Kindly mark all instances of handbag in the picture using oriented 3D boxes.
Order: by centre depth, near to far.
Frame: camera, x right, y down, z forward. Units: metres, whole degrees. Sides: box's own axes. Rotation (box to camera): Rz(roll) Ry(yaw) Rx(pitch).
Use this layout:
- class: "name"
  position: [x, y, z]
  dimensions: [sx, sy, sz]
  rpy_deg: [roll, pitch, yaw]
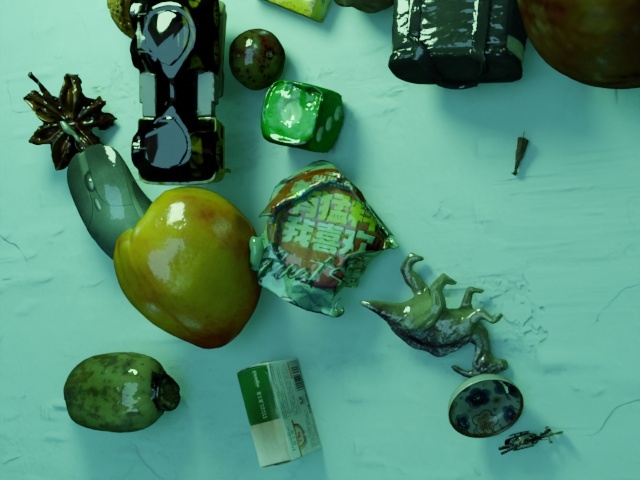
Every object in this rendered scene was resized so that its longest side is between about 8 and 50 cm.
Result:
- class: "handbag"
  position: [0.250, -0.366, 1.678]
  dimensions: [0.254, 0.181, 0.181]
  rpy_deg: [4, 81, 21]

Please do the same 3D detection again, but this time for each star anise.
- class: "star anise"
  position: [-0.554, -0.267, 2.072]
  dimensions: [0.190, 0.126, 0.220]
  rpy_deg: [6, 105, 13]

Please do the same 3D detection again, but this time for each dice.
- class: "dice"
  position: [-0.035, -0.246, 1.836]
  dimensions: [0.131, 0.120, 0.128]
  rpy_deg: [14, 96, 26]

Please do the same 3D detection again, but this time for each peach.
- class: "peach"
  position: [-0.242, 0.054, 1.832]
  dimensions: [0.289, 0.289, 0.308]
  rpy_deg: [-42, 97, 18]

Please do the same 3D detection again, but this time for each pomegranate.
- class: "pomegranate"
  position: [-0.136, -0.371, 1.886]
  dimensions: [0.130, 0.130, 0.130]
  rpy_deg: [-1, 88, 24]

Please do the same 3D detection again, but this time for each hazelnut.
- class: "hazelnut"
  position: [0.511, -0.461, 1.469]
  dimensions: [0.402, 0.402, 0.429]
  rpy_deg: [-4, 97, 24]

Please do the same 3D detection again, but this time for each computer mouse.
- class: "computer mouse"
  position: [-0.470, -0.094, 1.998]
  dimensions: [0.167, 0.090, 0.379]
  rpy_deg: [-31, 94, 21]

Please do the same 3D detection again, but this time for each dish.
- class: "dish"
  position: [0.295, 0.285, 1.695]
  dimensions: [0.141, 0.078, 0.141]
  rpy_deg: [-3, 122, -5]

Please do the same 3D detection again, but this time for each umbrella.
- class: "umbrella"
  position: [0.367, -0.160, 1.701]
  dimensions: [0.020, 0.031, 0.083]
  rpy_deg: [16, 98, -8]

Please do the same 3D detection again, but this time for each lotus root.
- class: "lotus root"
  position: [-0.452, 0.333, 1.994]
  dimensions: [0.309, 0.173, 0.173]
  rpy_deg: [-8, 85, 31]

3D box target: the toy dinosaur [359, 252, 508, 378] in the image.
- class: "toy dinosaur"
  position: [0.226, 0.144, 1.727]
  dimensions: [0.294, 0.077, 0.162]
  rpy_deg: [30, 101, 22]

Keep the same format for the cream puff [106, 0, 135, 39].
- class: "cream puff"
  position: [-0.384, -0.538, 1.998]
  dimensions: [0.183, 0.183, 0.169]
  rpy_deg: [-54, 46, 14]

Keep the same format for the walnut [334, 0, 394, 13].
- class: "walnut"
  position: [0.079, -0.542, 1.750]
  dimensions: [0.224, 0.224, 0.224]
  rpy_deg: [-1, 88, 24]

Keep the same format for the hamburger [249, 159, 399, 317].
- class: "hamburger"
  position: [-0.007, 0.001, 1.817]
  dimensions: [0.260, 0.150, 0.276]
  rpy_deg: [39, 89, 3]

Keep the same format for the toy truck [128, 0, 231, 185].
- class: "toy truck"
  position: [-0.275, -0.309, 1.880]
  dimensions: [0.181, 0.254, 0.405]
  rpy_deg: [0, 89, 7]

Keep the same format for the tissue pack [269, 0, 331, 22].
- class: "tissue pack"
  position: [-0.061, -0.522, 1.887]
  dimensions: [0.176, 0.062, 0.095]
  rpy_deg: [28, 100, 24]

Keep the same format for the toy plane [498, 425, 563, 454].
- class: "toy plane"
  position: [0.380, 0.360, 1.668]
  dimensions: [0.121, 0.049, 0.031]
  rpy_deg: [-17, 82, 6]

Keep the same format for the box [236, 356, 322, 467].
- class: "box"
  position: [-0.081, 0.338, 1.831]
  dimensions: [0.081, 0.135, 0.199]
  rpy_deg: [-21, 79, 23]
